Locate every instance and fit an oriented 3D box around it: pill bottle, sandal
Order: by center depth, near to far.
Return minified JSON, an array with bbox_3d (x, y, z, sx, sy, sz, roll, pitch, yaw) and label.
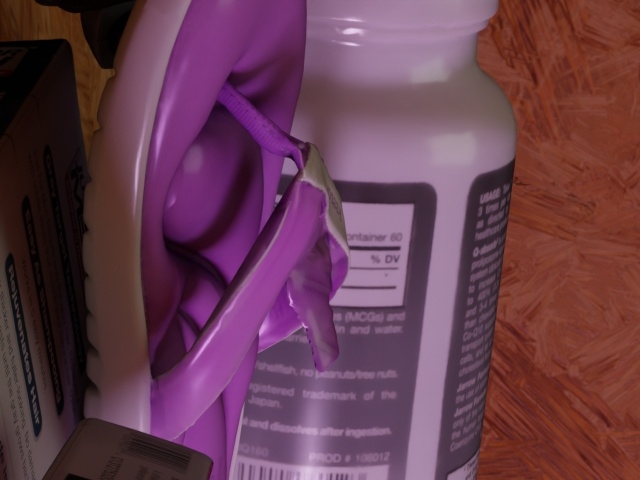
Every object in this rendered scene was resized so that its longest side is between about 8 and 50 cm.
[{"bbox_3d":[-0.034,0.033,0.840,0.169,0.102,0.416,-55,159,-51],"label":"sandal"},{"bbox_3d":[0.000,0.000,1.035,0.210,0.210,0.363,-64,161,-73],"label":"pill bottle"}]

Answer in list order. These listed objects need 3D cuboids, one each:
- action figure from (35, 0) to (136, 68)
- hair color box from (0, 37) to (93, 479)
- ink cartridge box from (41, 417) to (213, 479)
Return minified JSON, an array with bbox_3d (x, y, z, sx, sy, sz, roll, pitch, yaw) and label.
[{"bbox_3d":[-0.132,-0.179,0.928,0.285,0.099,0.185,51,-19,42],"label":"action figure"},{"bbox_3d":[-0.177,0.057,0.758,0.347,0.105,0.174,-76,163,-63],"label":"hair color box"},{"bbox_3d":[-0.125,0.261,0.680,0.176,0.069,0.371,-86,-164,-83],"label":"ink cartridge box"}]
